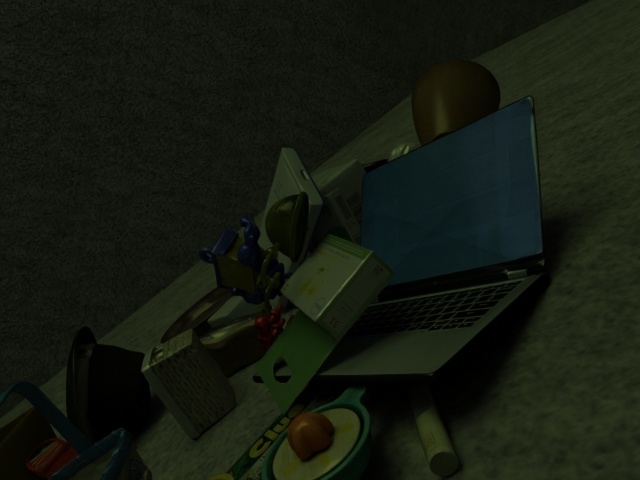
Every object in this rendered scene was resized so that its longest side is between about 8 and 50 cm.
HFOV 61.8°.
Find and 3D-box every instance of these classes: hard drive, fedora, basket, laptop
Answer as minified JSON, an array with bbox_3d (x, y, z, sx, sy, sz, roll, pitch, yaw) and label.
[{"bbox_3d":[-0.083,-0.023,1.242,0.210,0.040,0.318,63,144,42],"label":"hard drive"},{"bbox_3d":[-0.477,0.346,1.242,0.153,0.333,0.334,-5,7,-14],"label":"fedora"},{"bbox_3d":[-0.350,0.342,0.707,0.201,0.289,0.254,-40,15,7],"label":"basket"},{"bbox_3d":[0.101,0.008,0.797,0.408,0.236,0.382,-28,4,-38],"label":"laptop"},{"bbox_3d":[-0.243,0.262,1.004,0.103,0.167,0.113,-32,13,-8],"label":"basket"}]

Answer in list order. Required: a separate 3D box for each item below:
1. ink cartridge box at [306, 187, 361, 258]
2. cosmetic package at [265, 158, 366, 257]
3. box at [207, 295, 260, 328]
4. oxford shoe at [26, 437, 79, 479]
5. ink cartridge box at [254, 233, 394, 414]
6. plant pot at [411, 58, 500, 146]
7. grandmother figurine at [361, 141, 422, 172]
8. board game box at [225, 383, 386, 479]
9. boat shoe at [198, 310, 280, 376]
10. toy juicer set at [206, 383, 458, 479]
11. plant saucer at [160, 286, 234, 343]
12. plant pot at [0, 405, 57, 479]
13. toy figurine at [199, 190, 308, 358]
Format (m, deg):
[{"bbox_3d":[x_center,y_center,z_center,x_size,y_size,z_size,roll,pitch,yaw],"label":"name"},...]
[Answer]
[{"bbox_3d":[0.000,0.000,1.240,0.225,0.180,0.056,-23,8,44],"label":"ink cartridge box"},{"bbox_3d":[0.014,-0.070,1.429,0.155,0.197,0.366,-41,15,-20],"label":"cosmetic package"},{"bbox_3d":[-0.195,0.188,1.297,0.101,0.087,0.102,-22,20,48],"label":"box"},{"bbox_3d":[-0.462,0.463,1.041,0.272,0.098,0.097,3,37,40],"label":"oxford shoe"},{"bbox_3d":[-0.017,0.105,0.762,0.235,0.056,0.171,-49,20,-6],"label":"ink cartridge box"},{"bbox_3d":[0.345,-0.301,1.383,0.237,0.237,0.254,-27,31,35],"label":"plant pot"},{"bbox_3d":[0.168,-0.169,1.394,0.208,0.103,0.342,-3,-9,-18],"label":"grandmother figurine"},{"bbox_3d":[-0.034,0.271,0.725,0.260,0.030,0.136,-43,12,-26],"label":"board game box"},{"bbox_3d":[-0.205,0.231,1.164,0.285,0.102,0.092,-27,10,21],"label":"boat shoe"},{"bbox_3d":[0.012,0.231,0.552,0.329,0.089,0.209,-32,13,-14],"label":"toy juicer set"},{"bbox_3d":[-0.358,0.230,1.666,0.311,0.050,0.310,-34,13,9],"label":"plant saucer"},{"bbox_3d":[-0.659,0.518,1.123,0.212,0.187,0.212,-34,14,12],"label":"plant pot"},{"bbox_3d":[-0.138,0.054,0.947,0.191,0.217,0.362,-56,-21,-35],"label":"toy figurine"}]
